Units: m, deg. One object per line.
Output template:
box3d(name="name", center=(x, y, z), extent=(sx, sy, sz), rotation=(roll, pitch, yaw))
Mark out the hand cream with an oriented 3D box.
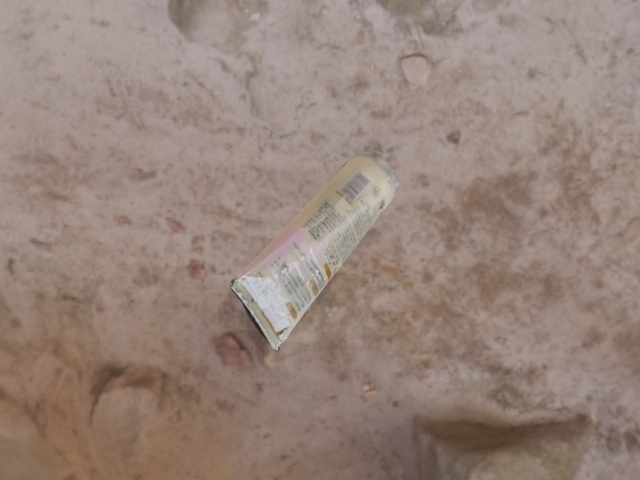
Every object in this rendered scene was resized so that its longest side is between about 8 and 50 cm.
box3d(name="hand cream", center=(0.000, 0.000, 0.517), extent=(0.039, 0.143, 0.061), rotation=(14, 141, 42))
